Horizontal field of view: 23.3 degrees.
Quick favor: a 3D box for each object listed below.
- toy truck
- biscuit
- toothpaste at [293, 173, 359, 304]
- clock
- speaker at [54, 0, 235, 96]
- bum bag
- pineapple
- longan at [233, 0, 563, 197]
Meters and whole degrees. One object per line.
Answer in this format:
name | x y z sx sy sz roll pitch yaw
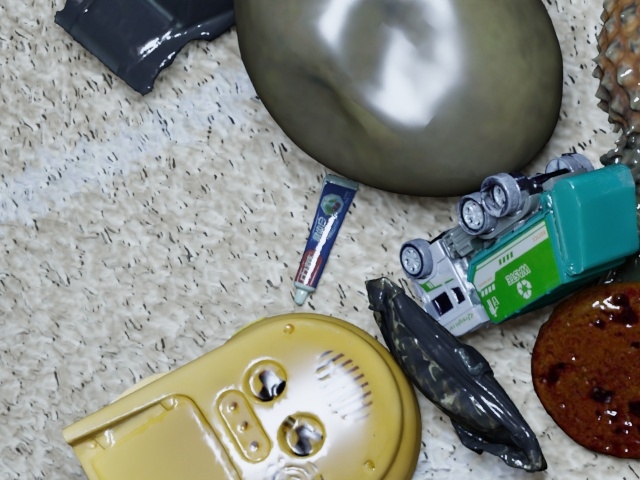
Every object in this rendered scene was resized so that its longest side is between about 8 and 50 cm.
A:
toy truck | 0.185 0.003 1.437 0.253 0.114 0.124 -41 70 50
biscuit | 0.293 0.124 1.451 0.192 0.049 0.192 9 116 19
toothpaste | 0.000 0.000 1.592 0.037 0.021 0.140 19 84 12
clock | -0.056 0.205 1.501 0.317 0.200 0.244 -30 78 1
speaker | -0.140 -0.347 1.518 0.180 0.388 0.184 39 57 17
bum bag | 0.126 0.129 1.471 0.069 0.102 0.248 -40 90 4
pineapple | 0.317 -0.110 1.465 0.175 0.175 0.361 22 104 17
longan | 0.072 -0.193 1.479 0.350 0.288 0.288 44 95 5
